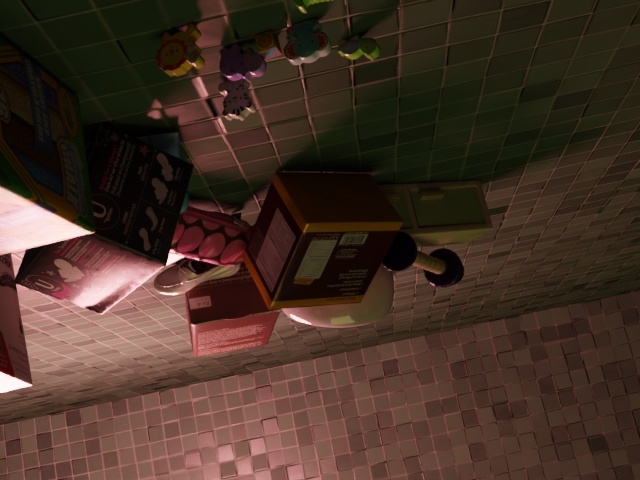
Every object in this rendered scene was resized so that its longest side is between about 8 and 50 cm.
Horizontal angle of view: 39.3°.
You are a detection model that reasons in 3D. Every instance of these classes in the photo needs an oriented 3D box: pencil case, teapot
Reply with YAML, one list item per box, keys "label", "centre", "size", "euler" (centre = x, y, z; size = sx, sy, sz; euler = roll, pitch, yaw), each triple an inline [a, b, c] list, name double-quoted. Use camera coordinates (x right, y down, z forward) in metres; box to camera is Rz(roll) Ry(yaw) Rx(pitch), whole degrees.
- label: "pencil case"
  centre: [-0.204, -0.017, 1.511]
  size: [0.098, 0.095, 0.209]
  euler: [-23, 159, 32]
- label: "teapot"
  centre: [0.035, 0.053, 1.789]
  size: [0.253, 0.186, 0.256]
  euler: [4, -166, 11]

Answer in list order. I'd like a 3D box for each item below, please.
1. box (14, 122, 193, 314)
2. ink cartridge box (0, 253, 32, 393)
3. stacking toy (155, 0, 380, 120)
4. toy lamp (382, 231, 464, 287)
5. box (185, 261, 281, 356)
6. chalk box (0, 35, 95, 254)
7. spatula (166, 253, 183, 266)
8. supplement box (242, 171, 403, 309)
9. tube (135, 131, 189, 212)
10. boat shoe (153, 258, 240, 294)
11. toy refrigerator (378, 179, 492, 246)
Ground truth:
- label: "box"
  centre: [-0.303, -0.023, 1.233]
  size: [0.142, 0.163, 0.247]
  euler: [25, 149, -25]
- label: "ink cartridge box"
  centre: [-0.517, 0.080, 1.292]
  size: [0.114, 0.272, 0.197]
  euler: [-14, 165, -5]
- label: "stacking toy"
  centre: [-0.051, -0.211, 1.015]
  size: [0.221, 0.052, 0.167]
  euler: [-17, 164, 14]
- label: "toy lamp"
  centre: [0.198, 0.042, 1.658]
  size: [0.080, 0.080, 0.275]
  euler: [-19, 164, 25]
- label: "box"
  centre: [-0.208, 0.154, 2.026]
  size: [0.191, 0.143, 0.381]
  euler: [-8, 166, -11]
- label: "chalk box"
  centre: [-0.369, -0.087, 0.981]
  size: [0.180, 0.179, 0.289]
  euler: [-14, 164, 9]
- label: "spatula"
  centre: [-0.364, 0.023, 1.586]
  size: [0.168, 0.019, 0.242]
  euler: [22, 154, -32]
- label: "supplement box"
  centre: [0.000, 0.000, 1.511]
  size: [0.191, 0.129, 0.194]
  euler: [-2, 133, -32]
- label: "tube"
  centre: [-0.230, -0.099, 1.292]
  size: [0.080, 0.052, 0.207]
  euler: [-13, 159, -5]
- label: "boat shoe"
  centre: [-0.254, 0.060, 1.803]
  size: [0.184, 0.066, 0.063]
  euler: [-11, 151, 7]
- label: "toy refrigerator"
  centre: [0.179, -0.047, 1.665]
  size: [0.270, 0.102, 0.094]
  euler: [-4, 163, -24]
